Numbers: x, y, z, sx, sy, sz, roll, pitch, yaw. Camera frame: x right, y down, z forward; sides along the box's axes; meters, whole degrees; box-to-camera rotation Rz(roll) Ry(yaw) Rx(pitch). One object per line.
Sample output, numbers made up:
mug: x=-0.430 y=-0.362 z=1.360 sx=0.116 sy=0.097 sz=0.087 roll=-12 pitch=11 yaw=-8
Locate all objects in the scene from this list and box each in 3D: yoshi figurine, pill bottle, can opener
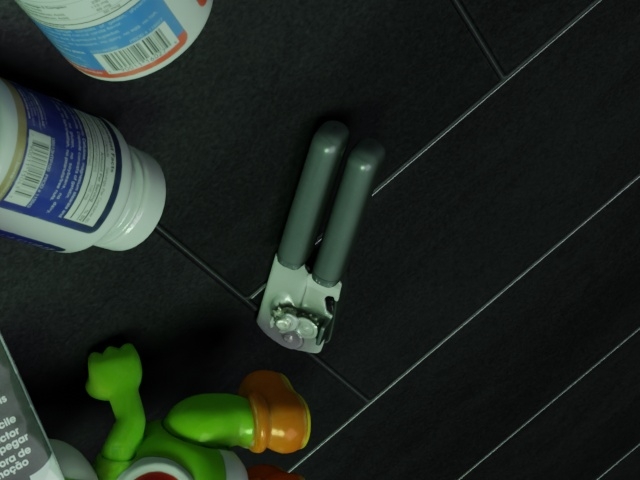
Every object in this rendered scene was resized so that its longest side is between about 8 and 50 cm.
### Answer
yoshi figurine: x=-0.201 y=0.220 z=1.443 sx=0.362 sy=0.204 sz=0.203 roll=-8 pitch=151 yaw=-28
pill bottle: x=-0.209 y=-0.051 z=1.165 sx=0.112 sy=0.112 sz=0.186 roll=-49 pitch=145 yaw=15
pill bottle: x=-0.165 y=-0.211 z=1.006 sx=0.124 sy=0.124 sz=0.221 roll=-37 pitch=146 yaw=-1
can opener: x=0.000 y=0.000 z=1.477 sx=0.093 sy=0.074 sz=0.280 roll=-56 pitch=167 yaw=-45

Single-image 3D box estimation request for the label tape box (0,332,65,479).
label tape box: x=-0.353 y=0.060 z=1.014 sx=0.249 sy=0.115 sz=0.348 roll=-26 pitch=112 yaw=-18
